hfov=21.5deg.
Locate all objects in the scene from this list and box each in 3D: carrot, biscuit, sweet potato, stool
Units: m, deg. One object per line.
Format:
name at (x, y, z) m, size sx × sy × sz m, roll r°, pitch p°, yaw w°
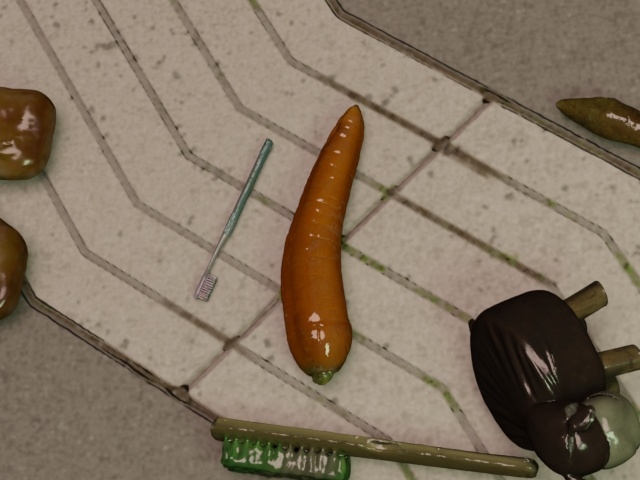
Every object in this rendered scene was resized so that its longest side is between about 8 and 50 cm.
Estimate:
carrot at (0.000, -0.001, 1.520) m, size 0.066 × 0.062 × 0.271 m, roll -18°, pitch 60°, yaw 39°
biscuit at (-0.403, -0.043, 1.600) m, size 0.290 × 0.062 × 0.237 m, roll 3°, pitch 71°, yaw 11°
sweet potato at (0.285, -0.103, 1.514) m, size 0.153 × 0.038 × 0.041 m, roll 11°, pitch 96°, yaw 12°
stool at (0.203, 0.118, 1.390) m, size 0.121 × 0.125 × 0.217 m, roll -16°, pitch 37°, yaw -18°

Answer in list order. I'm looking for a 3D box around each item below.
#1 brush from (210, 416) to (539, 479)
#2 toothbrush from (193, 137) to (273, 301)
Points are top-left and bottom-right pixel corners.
brush at (0.044, 0.188, 1.446) m, size 0.282 × 0.054 × 0.048 m, roll 4°, pitch 81°, yaw 11°
toothbrush at (-0.078, -0.019, 1.562) m, size 0.014 × 0.011 × 0.167 m, roll 21°, pitch 76°, yaw 11°
